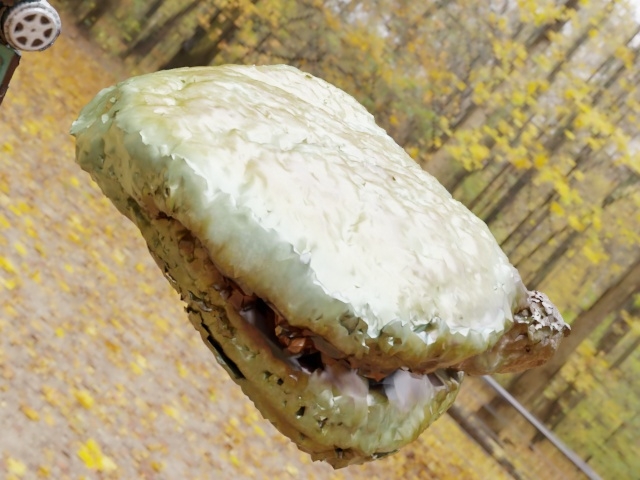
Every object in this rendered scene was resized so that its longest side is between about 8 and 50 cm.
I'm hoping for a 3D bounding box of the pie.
[{"bbox_3d":[-0.021,-0.016,0.853,0.418,0.180,0.395,49,26,23],"label":"pie"}]

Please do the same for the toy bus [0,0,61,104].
[{"bbox_3d":[-0.247,-0.116,0.640,0.109,0.261,0.091,11,34,-37],"label":"toy bus"}]
